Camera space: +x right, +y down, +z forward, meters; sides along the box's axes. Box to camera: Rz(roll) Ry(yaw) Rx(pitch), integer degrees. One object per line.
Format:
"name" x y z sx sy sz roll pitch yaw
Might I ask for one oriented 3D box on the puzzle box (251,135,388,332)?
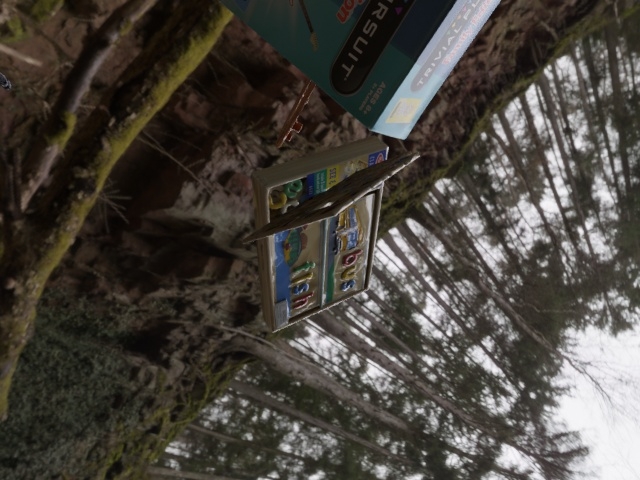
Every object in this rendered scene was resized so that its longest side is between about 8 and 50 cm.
"puzzle box" 0.000 0.000 1.069 0.272 0.409 0.052 -22 -133 -23

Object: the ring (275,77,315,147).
"ring" -0.014 -0.358 1.171 0.337 0.032 0.337 -58 -168 20

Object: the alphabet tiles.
"alphabet tiles" 0.024 -0.067 0.725 0.198 0.009 0.237 -15 -164 49

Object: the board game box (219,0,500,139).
"board game box" 0.025 -0.307 0.515 0.336 0.079 0.254 46 -63 25

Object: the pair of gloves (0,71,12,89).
"pair of gloves" -0.244 -0.135 0.336 0.083 0.074 0.010 37 -97 22
